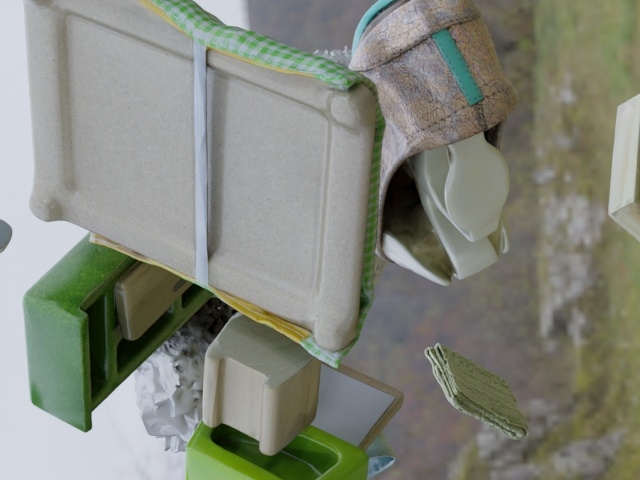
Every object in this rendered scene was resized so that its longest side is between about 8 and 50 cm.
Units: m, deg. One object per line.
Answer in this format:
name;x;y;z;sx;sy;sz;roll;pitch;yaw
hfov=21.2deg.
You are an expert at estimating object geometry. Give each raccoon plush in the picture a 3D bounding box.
raccoon plush;0.000;0.000;1.505;0.216;0.299;0.446;70;-170;-49

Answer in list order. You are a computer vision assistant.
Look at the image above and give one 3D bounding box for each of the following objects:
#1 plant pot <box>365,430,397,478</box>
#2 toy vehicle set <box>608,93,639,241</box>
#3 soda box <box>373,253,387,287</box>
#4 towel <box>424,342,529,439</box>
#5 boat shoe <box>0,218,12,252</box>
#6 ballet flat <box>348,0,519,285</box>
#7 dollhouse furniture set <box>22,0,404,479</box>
plant pot;-0.061;0.271;2.444;0.293;0.293;0.196;64;-174;-75
toy vehicle set;0.415;-0.020;1.833;0.267;0.035;0.166;37;-137;-23
soda box;0.019;0.008;1.806;0.286;0.098;0.091;-64;-13;13
towel;0.199;0.193;2.178;0.148;0.027;0.110;28;-153;-33
boat shoe;-0.490;0.039;2.325;0.183;0.065;0.083;-49;-11;-50
ballet flat;0.065;-0.034;1.005;0.106;0.108;0.316;56;174;18
dollhouse furniture set;-0.036;-0.022;0.881;0.151;0.198;0.301;-45;-30;-43
